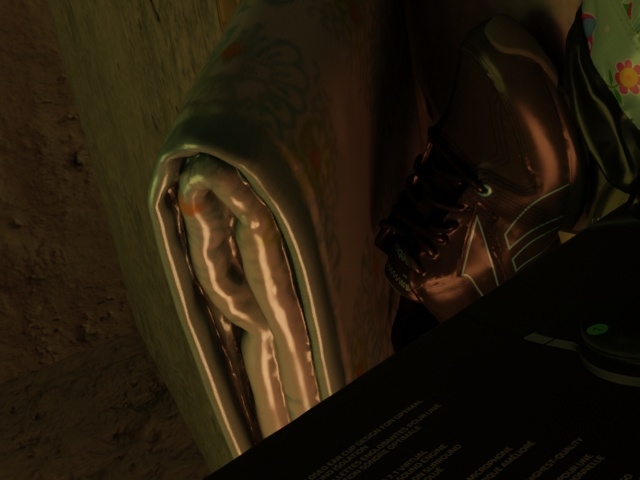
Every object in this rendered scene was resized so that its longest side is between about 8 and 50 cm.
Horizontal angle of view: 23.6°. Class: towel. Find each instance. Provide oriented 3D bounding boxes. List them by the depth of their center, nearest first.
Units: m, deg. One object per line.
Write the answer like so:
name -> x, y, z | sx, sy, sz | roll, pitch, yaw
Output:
towel -> 0.000, 0.000, 0.990 | 0.320, 0.090, 0.374 | -74, -21, -50

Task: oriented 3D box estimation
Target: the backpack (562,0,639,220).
backpack -> 0.154, -0.102, 0.454 | 0.115, 0.152, 0.182 | 55, 151, 20

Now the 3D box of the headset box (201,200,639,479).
headset box -> 0.137, 0.094, 0.423 | 0.283, 0.246, 0.131 | 14, 126, 48

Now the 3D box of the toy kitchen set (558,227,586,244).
toy kitchen set -> 0.153, 0.037, 0.822 | 0.075, 0.068, 0.083 | -160, 49, -72

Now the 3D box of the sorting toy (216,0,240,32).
sorting toy -> -0.056, -0.245, 1.281 | 0.307, 0.041, 0.229 | 84, 164, -47

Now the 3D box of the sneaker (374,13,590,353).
sneaker -> 0.092, -0.013, 0.909 | 0.267, 0.106, 0.101 | 85, 160, -46

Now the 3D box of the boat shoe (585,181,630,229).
boat shoe -> 0.202, 0.114, 0.648 | 0.120, 0.122, 0.324 | 8, 119, 68
